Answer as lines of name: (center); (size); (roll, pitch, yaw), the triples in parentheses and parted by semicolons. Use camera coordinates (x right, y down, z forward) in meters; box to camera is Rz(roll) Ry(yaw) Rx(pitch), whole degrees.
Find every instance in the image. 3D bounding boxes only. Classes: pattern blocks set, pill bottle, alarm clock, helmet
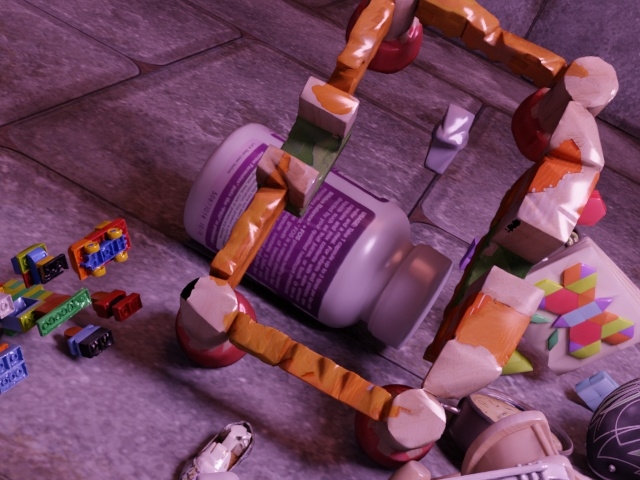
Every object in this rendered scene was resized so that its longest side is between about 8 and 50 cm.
pattern blocks set: (0.313, 0.083, 1.263); (0.325, 0.285, 0.026); (34, 33, -20)
pill bottle: (0.000, 0.000, 1.245); (0.301, 0.169, 0.169); (32, 24, 13)
alarm clock: (0.219, 0.225, 1.118); (0.192, 0.064, 0.129); (28, 12, 24)
helmet: (0.399, 0.233, 1.200); (0.161, 0.169, 0.169); (47, 22, -8)

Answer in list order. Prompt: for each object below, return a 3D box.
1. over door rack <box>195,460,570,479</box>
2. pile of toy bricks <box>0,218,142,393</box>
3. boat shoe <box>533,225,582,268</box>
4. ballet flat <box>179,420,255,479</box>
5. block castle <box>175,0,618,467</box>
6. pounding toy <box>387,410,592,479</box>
over door rack: (0.070, 0.288, 0.761); (0.324, 0.108, 0.239); (2, 45, -20)
pile of toy bricks: (-0.270, 0.058, 0.956); (0.105, 0.118, 0.212); (8, 29, 33)
boat shoe: (0.356, 0.012, 1.630); (0.109, 0.091, 0.305); (29, 13, 10)
ballet flat: (-0.090, 0.190, 0.918); (0.041, 0.041, 0.114); (31, 24, 10)
block castle: (0.079, -0.026, 1.058); (0.303, 0.453, 0.213); (29, -13, 3)
pounding toy: (0.199, 0.230, 0.992); (0.269, 0.154, 0.155); (18, 25, -19)
